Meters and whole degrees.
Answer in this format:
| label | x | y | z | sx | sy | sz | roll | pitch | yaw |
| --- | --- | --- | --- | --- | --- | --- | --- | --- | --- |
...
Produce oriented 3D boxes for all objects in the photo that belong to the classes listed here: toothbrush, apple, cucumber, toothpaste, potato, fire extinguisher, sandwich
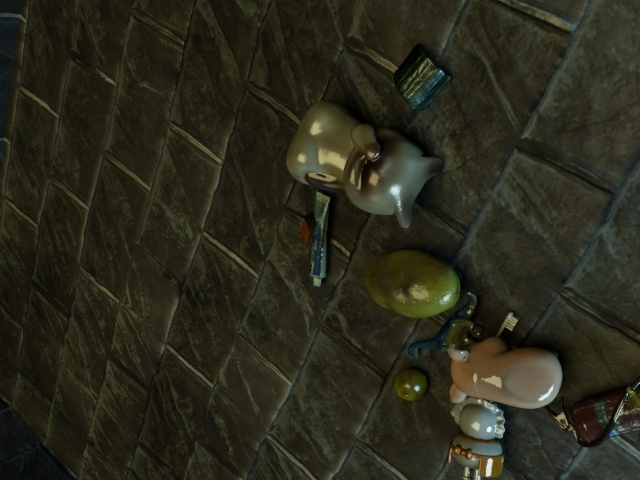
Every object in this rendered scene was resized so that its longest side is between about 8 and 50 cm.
| label | x | y | z | sx | sy | sz | roll | pitch | yaw |
| --- | --- | --- | --- | --- | --- | --- | --- | --- | --- |
| toothbrush | 0.401 | 0.311 | 1.720 | 0.030 | 0.025 | 0.342 | 35 | 121 | 21 |
| apple | 0.238 | 0.380 | 1.830 | 0.090 | 0.074 | 0.089 | 14 | 129 | 18 |
| cucumber | 0.226 | -0.379 | 1.616 | 0.116 | 0.062 | 0.115 | 50 | 123 | 12 |
| toothpaste | 0.000 | 0.000 | 1.903 | 0.047 | 0.069 | 0.268 | 5 | 108 | 1 |
| potato | 0.223 | 0.107 | 1.704 | 0.248 | 0.144 | 0.169 | 9 | 89 | 37 |
| fire extinguisher | 0.650 | 0.354 | 1.502 | 0.341 | 0.105 | 0.141 | -30 | 70 | 38 |
| sandwich | -0.037 | -0.034 | 1.910 | 0.101 | 0.026 | 0.069 | 111 | 152 | -56 |

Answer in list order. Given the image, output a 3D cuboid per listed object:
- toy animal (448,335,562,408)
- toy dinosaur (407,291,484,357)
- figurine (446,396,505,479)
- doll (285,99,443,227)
| label | x | y | z | sx | sy | sz | roll | pitch | yaw |
| --- | --- | --- | --- | --- | --- | --- | --- | --- | --- |
| toy animal | 0.420 | 0.305 | 1.590 | 0.250 | 0.154 | 0.166 | 2 | 102 | 20 |
| toy dinosaur | 0.307 | 0.212 | 1.732 | 0.188 | 0.075 | 0.247 | 19 | 121 | 34 |
| figurine | 0.383 | 0.486 | 1.712 | 0.143 | 0.143 | 0.271 | 6 | 107 | 35 |
| doll | 0.079 | -0.197 | 1.685 | 0.370 | 0.226 | 0.215 | 25 | 79 | 33 |
